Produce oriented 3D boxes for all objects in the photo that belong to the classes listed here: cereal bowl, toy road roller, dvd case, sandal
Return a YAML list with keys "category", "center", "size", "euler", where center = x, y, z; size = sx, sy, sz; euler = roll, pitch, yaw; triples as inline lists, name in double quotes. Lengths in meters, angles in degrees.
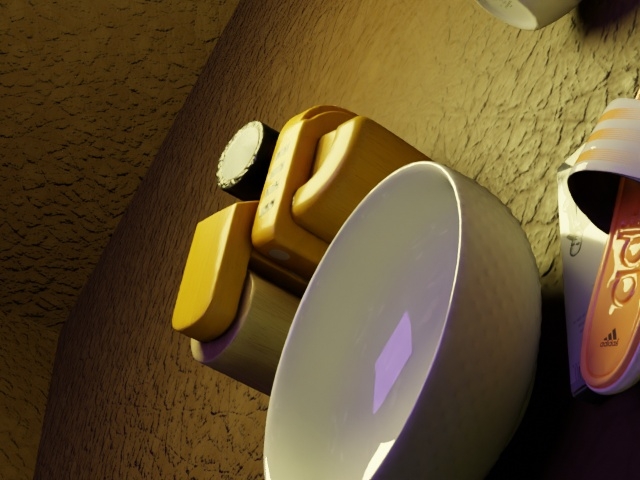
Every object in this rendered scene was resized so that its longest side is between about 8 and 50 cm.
- category: "cereal bowl"
  center: [0.085, 0.111, 1.016]
  size: [0.339, 0.141, 0.339]
  euler: [-52, 24, 35]
- category: "toy road roller"
  center: [0.000, 0.000, 1.297]
  size: [0.240, 0.202, 0.329]
  euler: [-22, 46, 49]
- category: "dvd case"
  center: [0.250, -0.015, 0.890]
  size: [0.179, 0.030, 0.238]
  euler: [-47, 28, 44]
- category: "sandal"
  center: [0.218, -0.025, 0.826]
  size: [0.102, 0.076, 0.265]
  euler: [-19, 50, 64]

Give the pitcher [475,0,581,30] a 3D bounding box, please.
- category: "pitcher"
  center: [0.233, -0.312, 1.165]
  size: [0.207, 0.125, 0.178]
  euler: [-58, -2, -5]
